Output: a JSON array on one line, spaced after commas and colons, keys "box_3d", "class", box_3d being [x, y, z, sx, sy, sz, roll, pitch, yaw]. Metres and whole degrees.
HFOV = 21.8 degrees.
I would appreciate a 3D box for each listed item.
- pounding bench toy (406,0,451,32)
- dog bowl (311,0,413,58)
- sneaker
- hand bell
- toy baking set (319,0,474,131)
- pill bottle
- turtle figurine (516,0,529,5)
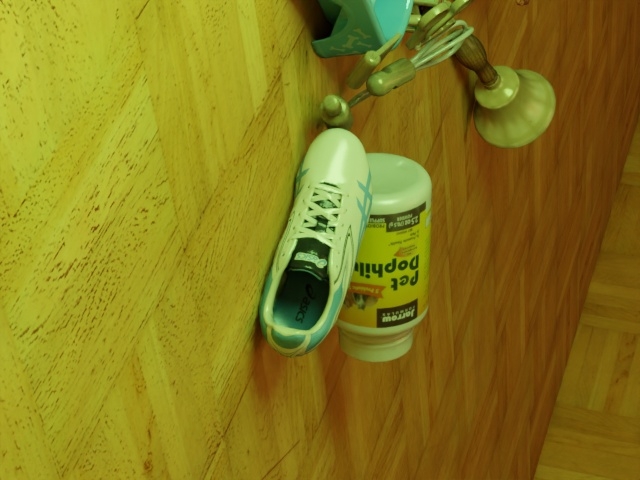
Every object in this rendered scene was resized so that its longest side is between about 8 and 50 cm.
[{"box_3d": [0.117, -0.265, 1.942, 0.065, 0.052, 0.083, 76, 29, -54], "class": "pounding bench toy"}, {"box_3d": [0.033, -0.285, 1.614, 0.297, 0.074, 0.166, 59, 43, -67], "class": "dog bowl"}, {"box_3d": [0.000, 0.000, 1.636, 0.086, 0.085, 0.237, 112, -8, -78], "class": "sneaker"}, {"box_3d": [0.229, -0.230, 2.306, 0.242, 0.126, 0.126, 38, 62, -57], "class": "hand bell"}, {"box_3d": [0.082, -0.174, 1.710, 0.197, 0.030, 0.256, -36, 174, -3], "class": "toy baking set"}, {"box_3d": [0.060, 0.022, 1.802, 0.117, 0.117, 0.215, -57, 151, -54], "class": "pill bottle"}, {"box_3d": [0.221, -0.408, 2.122, 0.269, 0.087, 0.217, 12, 105, -53], "class": "turtle figurine"}]
